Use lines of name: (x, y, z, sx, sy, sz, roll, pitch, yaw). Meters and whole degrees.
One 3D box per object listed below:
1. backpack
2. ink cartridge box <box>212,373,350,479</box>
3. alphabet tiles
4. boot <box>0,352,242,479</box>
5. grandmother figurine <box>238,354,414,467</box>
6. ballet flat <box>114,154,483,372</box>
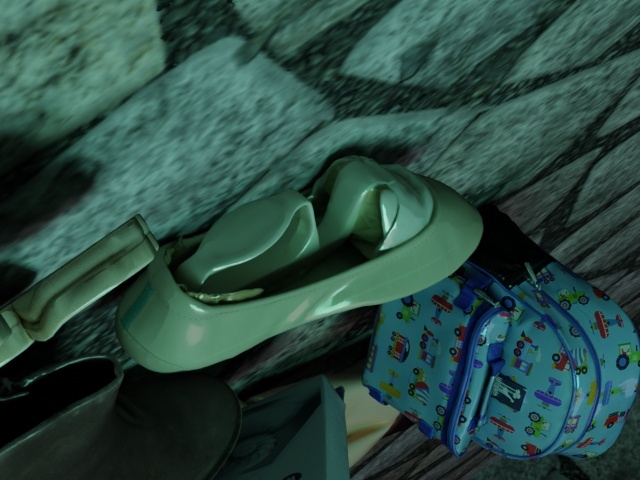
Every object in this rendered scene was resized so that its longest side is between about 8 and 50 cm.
backpack: (0.134, 0.085, 1.358, 0.117, 0.173, 0.158, -21, 138, -45)
ink cartridge box: (-0.088, 0.163, 1.242, 0.223, 0.045, 0.224, -24, -163, 7)
alphabet tiles: (-0.186, 0.078, 0.775, 0.284, 0.021, 0.278, -35, -176, -3)
boot: (-0.127, 0.113, 1.058, 0.248, 0.090, 0.207, -24, 165, -28)
grandmother figurine: (0.040, 0.132, 1.528, 0.342, 0.104, 0.208, -19, 167, -43)
ballet flat: (0.000, 0.000, 1.032, 0.248, 0.086, 0.086, -25, 163, -36)
